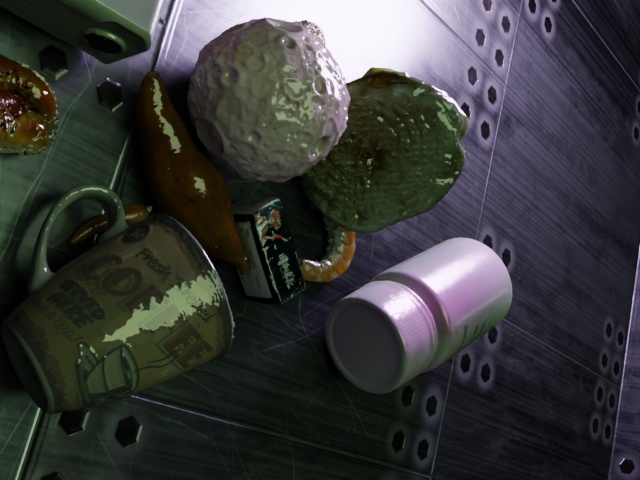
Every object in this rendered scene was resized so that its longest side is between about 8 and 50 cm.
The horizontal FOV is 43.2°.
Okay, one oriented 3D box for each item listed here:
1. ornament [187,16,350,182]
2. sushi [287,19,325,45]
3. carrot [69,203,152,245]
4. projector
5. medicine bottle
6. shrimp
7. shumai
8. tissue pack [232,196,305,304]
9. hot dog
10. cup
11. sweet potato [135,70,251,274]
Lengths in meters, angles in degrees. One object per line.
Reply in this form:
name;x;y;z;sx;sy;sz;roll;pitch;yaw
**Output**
ornament;-0.090;-0.218;1.279;0.225;0.259;0.259;-39;118;-28
sushi;-0.057;-0.347;1.445;0.150;0.078;0.091;-18;103;-48
carrot;-0.310;-0.026;1.198;0.142;0.035;0.035;-24;107;-38
projector;-0.312;-0.366;1.102;0.242;0.163;0.177;25;73;-43
medicine bottle;0.204;0.144;1.624;0.388;0.219;0.219;-24;107;-46
shrimp;0.000;0.000;1.537;0.166;0.049;0.161;-19;105;-39
shumai;0.119;-0.193;1.546;0.263;0.309;0.304;-69;177;-64
tissue pack;-0.098;0.016;1.381;0.090;0.103;0.170;-29;111;-37
hot dog;-0.453;-0.179;1.008;0.268;0.075;0.144;2;90;-45
cup;-0.298;0.076;1.090;0.257;0.227;0.301;-26;90;-35
sweet potato;-0.205;-0.082;1.258;0.112;0.112;0.359;-50;122;-36
